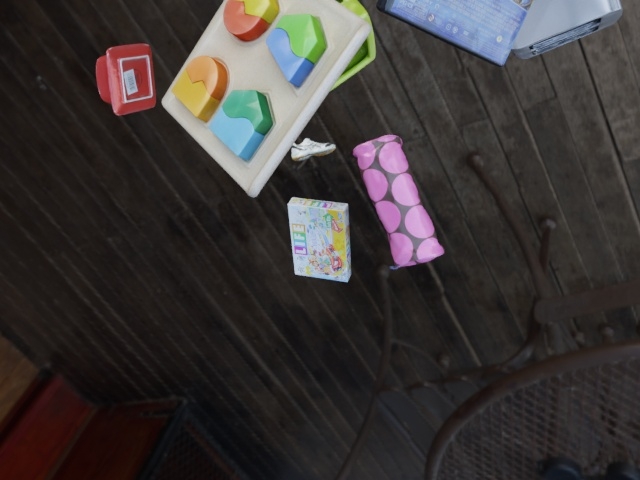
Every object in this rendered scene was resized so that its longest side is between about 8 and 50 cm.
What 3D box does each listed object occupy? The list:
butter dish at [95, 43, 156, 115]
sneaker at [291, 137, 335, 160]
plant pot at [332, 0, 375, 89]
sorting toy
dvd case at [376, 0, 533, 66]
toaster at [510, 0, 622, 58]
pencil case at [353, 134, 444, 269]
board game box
[{"bbox_3d":[-0.495,-0.399,1.607,0.118,0.160,0.160,9,113,24],"label":"butter dish"},{"bbox_3d":[-0.015,-0.169,1.171,0.083,0.037,0.032,-10,171,15],"label":"sneaker"},{"bbox_3d":[-0.034,-0.447,1.400,0.227,0.228,0.207,-35,78,2],"label":"plant pot"},{"bbox_3d":[-0.069,-0.173,0.645,0.038,0.208,0.193,20,111,-51],"label":"sorting toy"},{"bbox_3d":[0.175,-0.324,0.658,0.180,0.022,0.253,12,109,-34],"label":"dvd case"},{"bbox_3d":[0.325,-0.333,0.906,0.185,0.168,0.110,-18,94,22],"label":"toaster"},{"bbox_3d":[0.122,-0.061,1.037,0.095,0.098,0.209,-19,89,22],"label":"pencil case"},{"bbox_3d":[0.000,0.000,1.166,0.103,0.026,0.154,7,126,17],"label":"board game box"}]
